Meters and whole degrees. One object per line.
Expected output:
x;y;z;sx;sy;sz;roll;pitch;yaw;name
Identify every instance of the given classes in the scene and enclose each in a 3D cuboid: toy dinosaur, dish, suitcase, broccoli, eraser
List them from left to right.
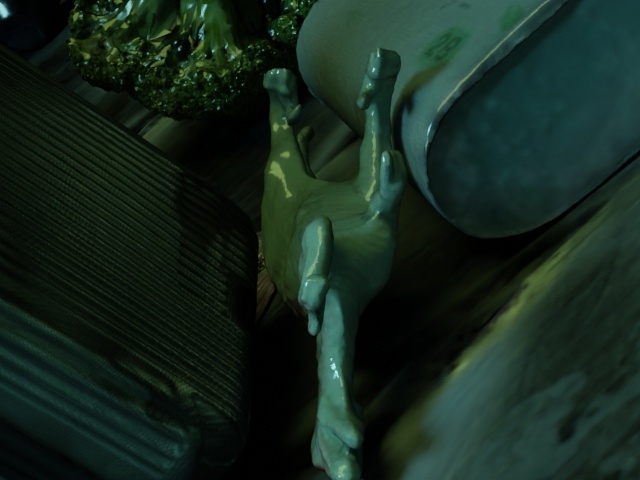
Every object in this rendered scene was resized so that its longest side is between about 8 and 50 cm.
-0.171;-0.001;0.788;0.128;0.312;0.202;-47;20;25;suitcase
-0.250;-0.190;1.571;0.141;0.078;0.141;-31;-23;-15;dish
-0.061;-0.133;1.121;0.162;0.138;0.146;15;52;16;broccoli
0.000;0.000;0.824;0.053;0.167;0.242;3;5;-10;toy dinosaur
0.087;-0.102;0.889;0.174;0.081;0.227;-44;22;2;eraser

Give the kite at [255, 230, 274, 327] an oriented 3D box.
-0.060;0.033;0.954;0.156;0.011;0.139;-39;20;-3;kite
